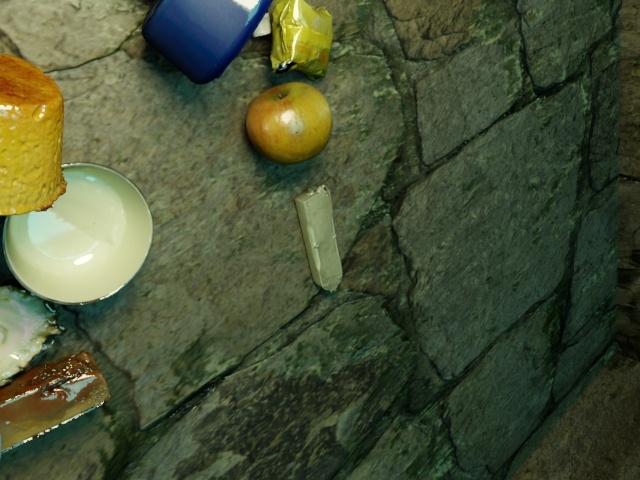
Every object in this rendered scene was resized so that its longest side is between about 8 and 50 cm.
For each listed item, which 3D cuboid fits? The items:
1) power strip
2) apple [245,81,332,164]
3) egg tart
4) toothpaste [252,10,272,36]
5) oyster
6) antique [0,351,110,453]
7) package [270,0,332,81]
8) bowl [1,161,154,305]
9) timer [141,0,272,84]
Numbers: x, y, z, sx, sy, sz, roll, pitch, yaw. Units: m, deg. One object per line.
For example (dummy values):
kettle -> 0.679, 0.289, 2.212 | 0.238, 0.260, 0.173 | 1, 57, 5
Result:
power strip -> 0.002, 0.001, 1.355 | 0.080, 0.048, 0.286 | -28, 120, -28
apple -> -0.061, -0.234, 1.144 | 0.182, 0.182, 0.155 | -37, 133, -26
egg tart -> -0.434, -0.140, 0.731 | 0.215, 0.215, 0.171 | 3, 131, -41
toothpaste -> -0.142, -0.496, 1.079 | 0.071, 0.045, 0.194 | -35, 119, -37
oyster -> -0.560, 0.173, 0.904 | 0.259, 0.092, 0.198 | -44, 137, -26
antique -> -0.534, 0.296, 0.971 | 0.309, 0.087, 0.094 | -21, 115, -33
package -> -0.037, -0.411, 1.140 | 0.226, 0.090, 0.168 | -18, 116, -64
bowl -> -0.415, -0.022, 0.940 | 0.237, 0.126, 0.238 | -14, 113, -36
timer -> -0.272, -0.459, 0.867 | 0.383, 0.270, 0.271 | 30, 84, -29
